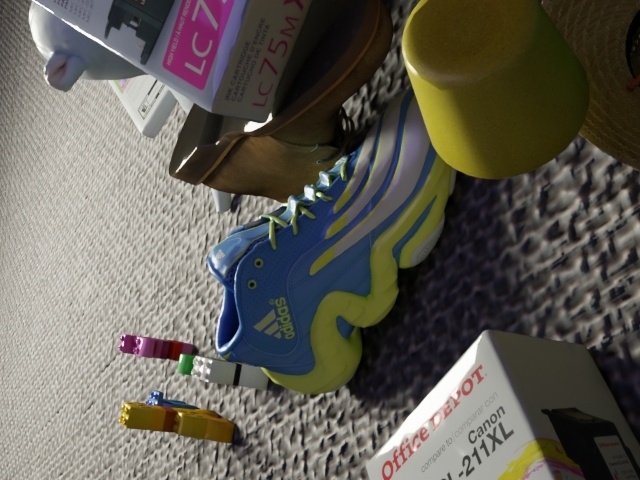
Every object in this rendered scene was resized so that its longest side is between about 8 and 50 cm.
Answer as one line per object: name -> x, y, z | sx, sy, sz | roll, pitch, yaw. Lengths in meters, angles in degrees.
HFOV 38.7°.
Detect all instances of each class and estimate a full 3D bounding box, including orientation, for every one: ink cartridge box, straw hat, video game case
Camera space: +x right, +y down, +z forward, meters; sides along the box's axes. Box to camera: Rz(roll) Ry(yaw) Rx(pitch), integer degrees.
ink cartridge box -> -0.121, -0.226, 0.621 | 0.311, 0.065, 0.186 | 35, 110, 36
straw hat -> 0.168, -0.075, 0.407 | 0.144, 0.061, 0.145 | -5, 71, 15
ink cartridge box -> 0.100, 0.150, 0.438 | 0.127, 0.072, 0.175 | -57, 36, 34
video game case -> -0.181, -0.255, 1.076 | 0.212, 0.023, 0.193 | -54, 45, 18

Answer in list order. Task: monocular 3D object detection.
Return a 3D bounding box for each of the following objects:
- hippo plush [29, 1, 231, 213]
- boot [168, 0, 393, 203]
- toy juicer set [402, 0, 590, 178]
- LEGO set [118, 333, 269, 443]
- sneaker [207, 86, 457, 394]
hippo plush -> -0.140, -0.220, 0.837 | 0.294, 0.236, 0.234 | -48, 41, 42
boot -> -0.011, -0.098, 0.678 | 0.305, 0.115, 0.112 | -25, 45, 62
toy juicer set -> 0.202, -0.117, 0.330 | 0.329, 0.089, 0.209 | 5, 70, 29
LEGO set -> -0.144, 0.141, 0.855 | 0.227, 0.093, 0.087 | 0, 79, 60
sneaker -> 0.000, 0.000, 0.619 | 0.091, 0.126, 0.240 | 48, 121, 56
